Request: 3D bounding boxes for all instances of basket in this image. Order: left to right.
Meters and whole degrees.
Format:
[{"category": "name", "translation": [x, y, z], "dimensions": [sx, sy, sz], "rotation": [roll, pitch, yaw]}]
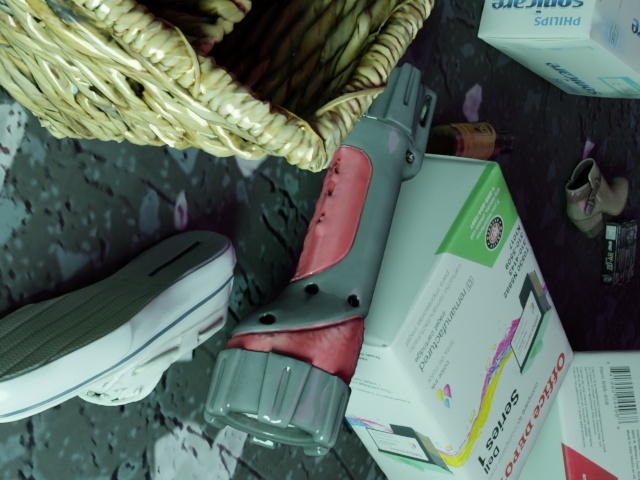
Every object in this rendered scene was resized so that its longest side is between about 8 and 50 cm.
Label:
[{"category": "basket", "translation": [-0.055, -0.215, 0.557], "dimensions": [0.299, 0.223, 0.213], "rotation": [-57, 136, -26]}]

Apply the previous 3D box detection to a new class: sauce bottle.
[{"category": "sauce bottle", "translation": [0.149, -0.094, 0.984], "dimensions": [0.128, 0.042, 0.042], "rotation": [-10, 105, -53]}]

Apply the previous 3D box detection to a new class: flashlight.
[{"category": "flashlight", "translation": [0.000, 0.000, 0.758], "dimensions": [0.103, 0.103, 0.304], "rotation": [45, 53, -52]}]

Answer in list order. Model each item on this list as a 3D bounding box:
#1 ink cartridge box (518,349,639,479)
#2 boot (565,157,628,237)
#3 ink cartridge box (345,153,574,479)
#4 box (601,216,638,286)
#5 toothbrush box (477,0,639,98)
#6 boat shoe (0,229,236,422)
[{"category": "ink cartridge box", "translation": [0.336, 0.223, 1.107], "dimensions": [0.272, 0.114, 0.197], "rotation": [2, 75, -27]}, {"category": "boot", "translation": [0.332, -0.064, 1.220], "dimensions": [0.118, 0.042, 0.087], "rotation": [-54, 132, -31]}, {"category": "ink cartridge box", "translation": [0.111, 0.090, 0.910], "dimensions": [0.201, 0.117, 0.278], "rotation": [-57, 136, -27]}, {"category": "box", "translation": [0.391, 0.014, 1.327], "dimensions": [0.067, 0.018, 0.083], "rotation": [-12, 106, -50]}, {"category": "toothbrush box", "translation": [0.291, -0.316, 1.049], "dimensions": [0.216, 0.126, 0.296], "rotation": [16, 86, -50]}, {"category": "boat shoe", "translation": [-0.124, 0.067, 0.636], "dimensions": [0.226, 0.083, 0.076], "rotation": [-31, 123, -47]}]
